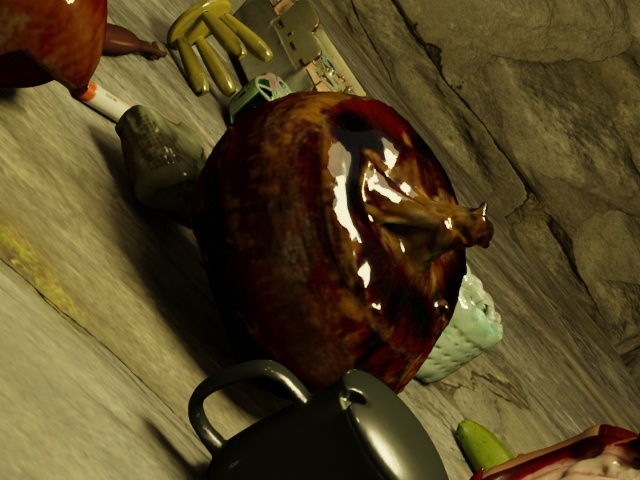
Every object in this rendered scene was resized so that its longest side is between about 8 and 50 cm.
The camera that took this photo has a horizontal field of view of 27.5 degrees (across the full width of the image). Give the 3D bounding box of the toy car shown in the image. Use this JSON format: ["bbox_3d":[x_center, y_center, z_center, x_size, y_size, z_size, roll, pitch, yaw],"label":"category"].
[{"bbox_3d":[-0.089,-0.184,1.928,0.076,0.090,0.224,44,16,-21],"label":"toy car"}]

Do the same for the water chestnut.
[{"bbox_3d":[0.042,0.005,1.355,0.350,0.302,0.350,33,49,-49],"label":"water chestnut"}]

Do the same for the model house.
[{"bbox_3d":[-0.014,-0.271,2.238,0.244,0.169,0.326,43,16,-44],"label":"model house"}]

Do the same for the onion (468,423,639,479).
[{"bbox_3d":[0.282,0.374,1.351,0.341,0.341,0.341,49,14,-17],"label":"onion"}]

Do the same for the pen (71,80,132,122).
[{"bbox_3d":[-0.210,-0.136,1.540,0.239,0.028,0.028,31,26,-56],"label":"pen"}]

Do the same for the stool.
[{"bbox_3d":[-0.151,-0.283,1.912,0.110,0.135,0.134,56,-22,10],"label":"stool"}]

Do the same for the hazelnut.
[{"bbox_3d":[-0.303,-0.228,1.245,0.202,0.160,0.170,12,8,-7],"label":"hazelnut"}]

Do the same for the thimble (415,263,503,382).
[{"bbox_3d":[0.158,0.092,1.933,0.211,0.149,0.185,49,16,-17],"label":"thimble"}]

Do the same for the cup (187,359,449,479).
[{"bbox_3d":[-0.007,0.189,1.089,0.223,0.177,0.169,52,17,-9],"label":"cup"}]

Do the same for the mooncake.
[{"bbox_3d":[-0.169,-0.080,1.435,0.130,0.073,0.125,35,24,-55],"label":"mooncake"}]

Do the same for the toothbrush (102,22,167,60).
[{"bbox_3d":[-0.262,-0.252,1.634,0.041,0.041,0.364,54,13,5],"label":"toothbrush"}]

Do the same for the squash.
[{"bbox_3d":[0.256,0.334,1.839,0.201,0.066,0.066,53,12,29],"label":"squash"}]
